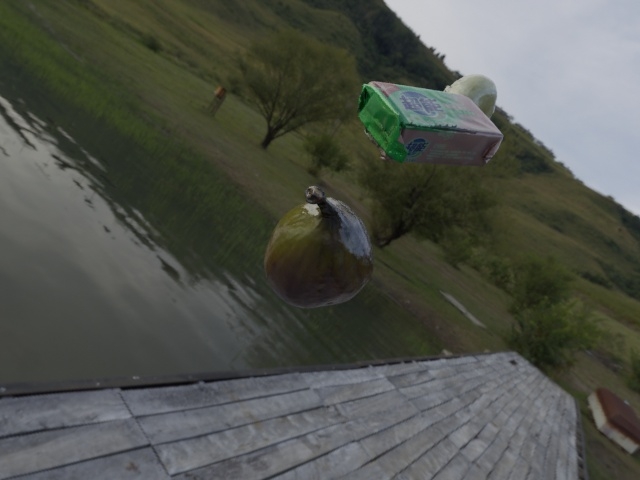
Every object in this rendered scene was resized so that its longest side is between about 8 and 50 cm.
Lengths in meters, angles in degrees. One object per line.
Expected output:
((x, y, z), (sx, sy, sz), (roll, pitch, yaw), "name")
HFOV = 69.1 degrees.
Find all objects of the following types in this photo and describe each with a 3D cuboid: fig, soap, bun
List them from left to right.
((-0.001, -0.002, 0.659), (0.274, 0.170, 0.145), (93, -10, -63), "fig")
((0.215, -0.232, 0.934), (0.274, 0.098, 0.217), (-1, 43, -28), "soap")
((0.380, -0.360, 1.279), (0.127, 0.222, 0.222), (50, 13, 22), "bun")
